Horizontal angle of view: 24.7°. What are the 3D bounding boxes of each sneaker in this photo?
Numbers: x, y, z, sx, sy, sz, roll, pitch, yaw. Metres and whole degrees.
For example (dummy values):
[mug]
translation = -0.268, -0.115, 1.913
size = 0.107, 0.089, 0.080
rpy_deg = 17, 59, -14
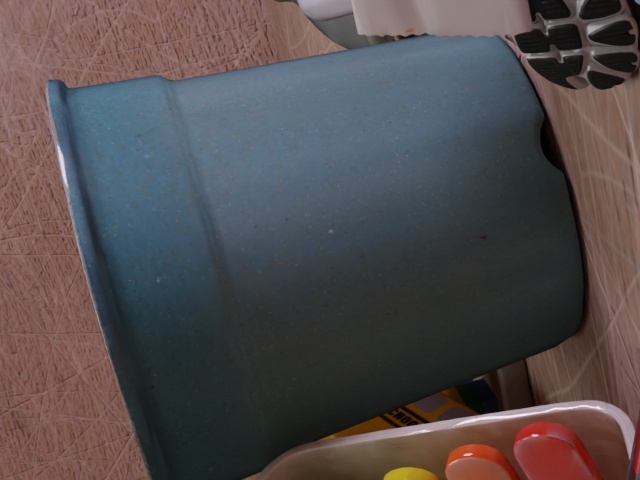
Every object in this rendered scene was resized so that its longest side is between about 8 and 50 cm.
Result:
[sneaker]
translation = 0.135, -0.156, 0.777
size = 0.071, 0.068, 0.170
rpy_deg = -59, -42, -41

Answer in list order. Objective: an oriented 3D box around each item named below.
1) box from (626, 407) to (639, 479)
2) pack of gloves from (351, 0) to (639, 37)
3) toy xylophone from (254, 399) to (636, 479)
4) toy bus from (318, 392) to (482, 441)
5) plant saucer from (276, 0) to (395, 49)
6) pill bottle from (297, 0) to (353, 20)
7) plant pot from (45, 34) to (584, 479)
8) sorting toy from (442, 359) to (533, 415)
[box]
translation = 0.133, 0.018, 0.442
size = 0.201, 0.057, 0.293
rpy_deg = 81, -156, -52
[pack of gloves]
translation = 0.091, -0.193, 0.564
size = 0.046, 0.195, 0.232
rpy_deg = -56, -38, -50
[toy xylophone]
translation = 0.110, 0.207, 0.985
size = 0.236, 0.322, 0.081
rpy_deg = 50, -144, -29
[toy bus]
translation = 0.122, 0.225, 1.241
size = 0.332, 0.130, 0.108
rpy_deg = 26, 137, 50
[plant saucer]
translation = -0.034, -0.343, 1.392
size = 0.400, 0.100, 0.401
rpy_deg = -20, -90, -85
[pill bottle]
translation = 0.031, -0.283, 0.871
size = 0.162, 0.162, 0.278
rpy_deg = -139, 33, -81
[plant pot]
translation = 0.000, 0.000, 1.104
size = 0.341, 0.334, 0.341
rpy_deg = 164, 90, -86
[sorting toy]
translation = 0.126, 0.103, 1.443
size = 0.257, 0.089, 0.256
rpy_deg = -117, 12, -67
